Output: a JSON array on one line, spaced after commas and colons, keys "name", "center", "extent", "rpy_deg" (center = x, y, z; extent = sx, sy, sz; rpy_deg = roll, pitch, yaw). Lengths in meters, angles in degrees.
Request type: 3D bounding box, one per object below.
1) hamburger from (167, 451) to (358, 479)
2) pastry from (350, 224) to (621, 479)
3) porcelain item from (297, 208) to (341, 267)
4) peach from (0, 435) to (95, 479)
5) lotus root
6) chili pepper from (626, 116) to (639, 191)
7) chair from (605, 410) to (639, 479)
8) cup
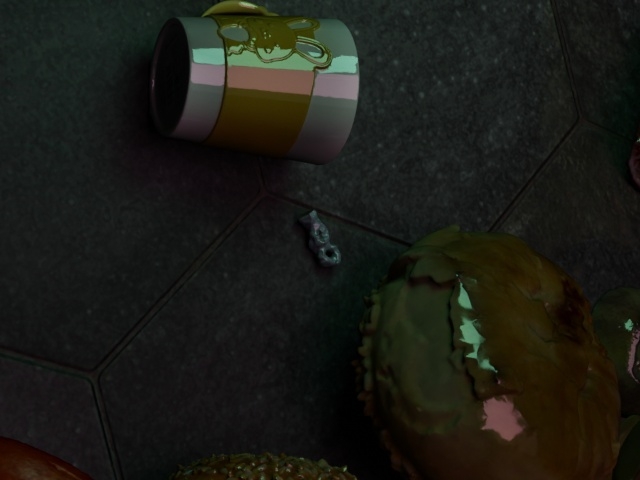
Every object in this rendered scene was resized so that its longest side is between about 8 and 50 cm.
[{"name": "hamburger", "center": [-0.056, 0.358, 1.563], "extent": [0.291, 0.291, 0.225], "rpy_deg": [15, 75, -30]}, {"name": "pastry", "center": [0.208, 0.180, 1.745], "extent": [0.410, 0.245, 0.409], "rpy_deg": [32, 43, -35]}, {"name": "porcelain item", "center": [0.000, 0.000, 1.783], "extent": [0.036, 0.028, 0.083], "rpy_deg": [-39, 106, -32]}, {"name": "peach", "center": [-0.338, 0.379, 1.360], "extent": [0.370, 0.370, 0.369], "rpy_deg": [4, 82, -32]}, {"name": "lotus root", "center": [0.494, 0.166, 2.050], "extent": [0.183, 0.078, 0.203], "rpy_deg": [6, 79, -32]}, {"name": "chili pepper", "center": [0.599, -0.208, 2.100], "extent": [0.251, 0.229, 0.305], "rpy_deg": [28, 60, -24]}, {"name": "chair", "center": [0.425, 0.317, 1.887], "extent": [0.172, 0.247, 0.158], "rpy_deg": [47, 63, -20]}, {"name": "cup", "center": [-0.090, -0.211, 1.686], "extent": [0.226, 0.185, 0.241], "rpy_deg": [1, 49, -27]}]
